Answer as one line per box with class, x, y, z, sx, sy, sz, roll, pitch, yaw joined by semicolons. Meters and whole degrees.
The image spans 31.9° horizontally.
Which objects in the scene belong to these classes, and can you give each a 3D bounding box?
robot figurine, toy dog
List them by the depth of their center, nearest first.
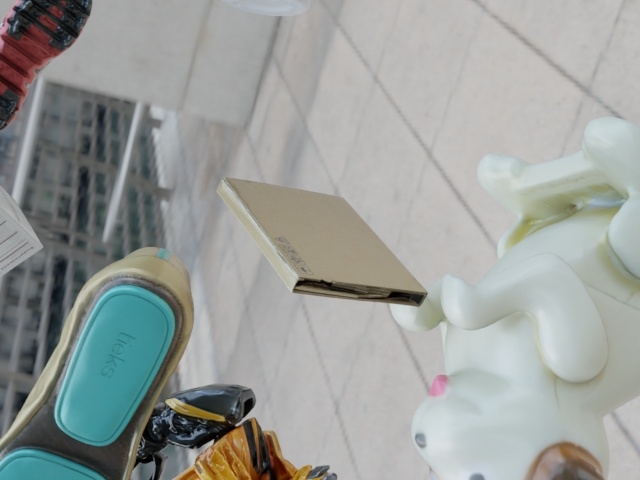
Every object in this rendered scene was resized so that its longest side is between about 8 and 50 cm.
robot figurine;-0.103;0.219;0.676;0.291;0.211;0.085;-38;-6;24
toy dog;0.251;0.134;1.239;0.284;0.395;0.408;-1;51;57

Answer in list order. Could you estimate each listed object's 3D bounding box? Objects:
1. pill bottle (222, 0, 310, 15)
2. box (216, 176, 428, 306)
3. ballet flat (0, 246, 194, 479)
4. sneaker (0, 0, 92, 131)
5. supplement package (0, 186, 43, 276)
pill bottle;-0.057;-0.374;1.344;0.112;0.112;0.186;178;98;-73
box;0.000;0.000;1.176;0.201;0.164;0.021;50;124;48
ballet flat;-0.130;0.104;0.617;0.232;0.080;0.073;-57;10;18
sneaker;-0.433;-0.270;1.600;0.276;0.097;0.135;-55;26;-9
supplement package;-0.482;-0.032;1.545;0.105;0.105;0.179;52;174;25
